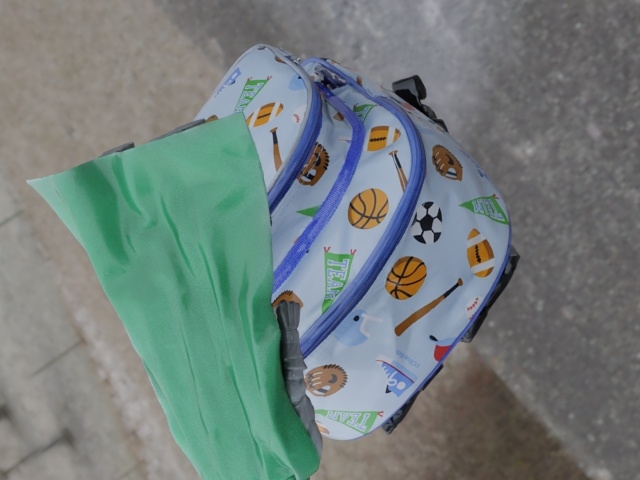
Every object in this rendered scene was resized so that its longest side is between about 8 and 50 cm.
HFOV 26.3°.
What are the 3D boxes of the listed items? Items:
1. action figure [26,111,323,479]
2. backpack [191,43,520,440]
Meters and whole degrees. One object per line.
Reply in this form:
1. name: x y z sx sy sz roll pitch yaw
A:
1. action figure: -0.053 0.055 0.729 0.137 0.063 0.232 -13 103 31
2. backpack: 0.000 0.000 0.961 0.213 0.276 0.263 27 -173 -36
